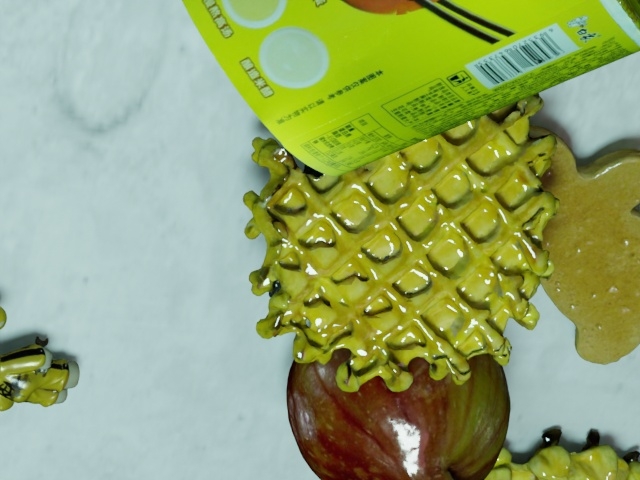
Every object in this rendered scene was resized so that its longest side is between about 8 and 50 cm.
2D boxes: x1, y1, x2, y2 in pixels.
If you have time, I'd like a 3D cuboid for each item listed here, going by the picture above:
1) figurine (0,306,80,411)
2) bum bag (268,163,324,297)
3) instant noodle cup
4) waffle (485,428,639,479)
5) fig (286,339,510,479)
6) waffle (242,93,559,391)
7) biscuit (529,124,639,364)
[{"bbox_3d":[-0.252,0.098,1.433,0.101,0.068,0.143,-32,140,16],"label":"figurine"},{"bbox_3d":[0.000,0.000,1.446,0.058,0.034,0.124,12,118,-4],"label":"bum bag"},{"bbox_3d":[0.045,-0.195,1.200,0.222,0.311,0.311,-29,124,16],"label":"instant noodle cup"},{"bbox_3d":[0.169,0.297,1.657,0.329,0.062,0.329,-7,123,-10],"label":"waffle"},{"bbox_3d":[0.067,0.143,1.449,0.175,0.207,0.175,-5,130,-6],"label":"fig"},{"bbox_3d":[0.060,-0.008,1.378,0.229,0.051,0.231,1,87,-10],"label":"waffle"},{"bbox_3d":[0.196,-0.008,1.486,0.158,0.035,0.240,-38,121,15],"label":"biscuit"}]
